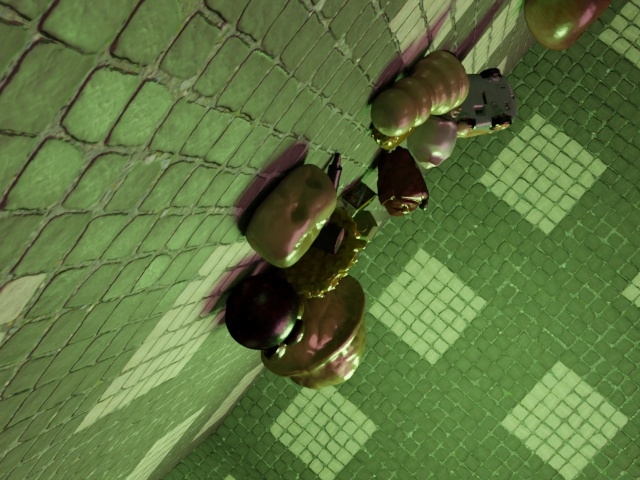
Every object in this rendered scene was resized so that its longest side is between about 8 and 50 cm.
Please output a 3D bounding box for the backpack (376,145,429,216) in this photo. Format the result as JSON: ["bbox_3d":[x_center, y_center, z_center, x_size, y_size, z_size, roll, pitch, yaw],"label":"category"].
[{"bbox_3d":[0.242,-0.173,2.078,0.139,0.229,0.229,-18,163,-13],"label":"backpack"}]

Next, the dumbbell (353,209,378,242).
[{"bbox_3d":[0.119,-0.030,2.272,0.108,0.121,0.302,-29,175,-7],"label":"dumbbell"}]

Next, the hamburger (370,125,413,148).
[{"bbox_3d":[0.193,-0.295,1.657,0.147,0.083,0.138,-48,177,9],"label":"hamburger"}]

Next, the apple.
[{"bbox_3d":[0.813,-0.793,2.203,0.305,0.235,0.305,-46,173,-7],"label":"apple"}]

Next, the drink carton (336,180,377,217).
[{"bbox_3d":[0.109,-0.125,2.026,0.056,0.071,0.166,-52,174,34],"label":"drink carton"}]

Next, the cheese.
[{"bbox_3d":[-0.055,-0.047,1.328,0.218,0.117,0.235,-53,175,13],"label":"cheese"}]

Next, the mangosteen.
[{"bbox_3d":[-0.135,0.181,1.636,0.210,0.210,0.210,-49,172,-9],"label":"mangosteen"}]

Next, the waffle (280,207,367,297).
[{"bbox_3d":[0.001,0.025,1.702,0.238,0.243,0.059,-44,135,7],"label":"waffle"}]

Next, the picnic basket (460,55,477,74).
[{"bbox_3d":[0.433,-0.518,2.032,0.083,0.065,0.083,-28,179,41],"label":"picnic basket"}]

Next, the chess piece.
[{"bbox_3d":[0.212,-0.325,1.506,0.261,0.143,0.142,-36,165,-34],"label":"chess piece"}]

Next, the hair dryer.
[{"bbox_3d":[0.003,-0.098,1.580,0.070,0.128,0.255,-52,156,-60],"label":"hair dryer"}]

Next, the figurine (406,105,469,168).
[{"bbox_3d":[0.311,-0.333,1.790,0.133,0.200,0.275,-88,-172,-77],"label":"figurine"}]

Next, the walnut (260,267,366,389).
[{"bbox_3d":[-0.026,0.232,1.904,0.381,0.381,0.381,-49,172,-9],"label":"walnut"}]

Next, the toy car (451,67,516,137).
[{"bbox_3d":[0.443,-0.399,2.016,0.271,0.180,0.212,-8,171,-16],"label":"toy car"}]
